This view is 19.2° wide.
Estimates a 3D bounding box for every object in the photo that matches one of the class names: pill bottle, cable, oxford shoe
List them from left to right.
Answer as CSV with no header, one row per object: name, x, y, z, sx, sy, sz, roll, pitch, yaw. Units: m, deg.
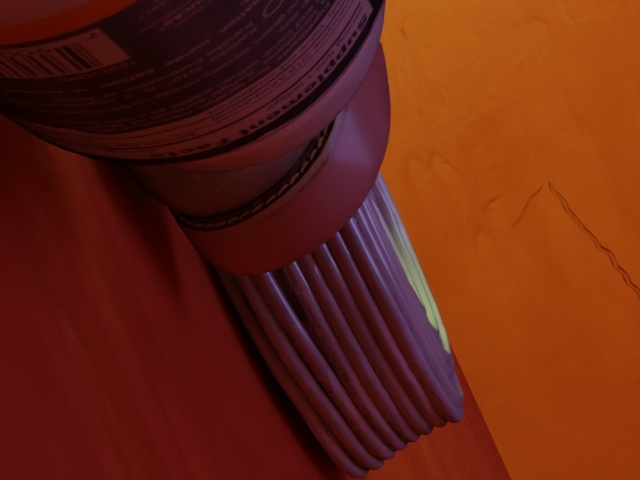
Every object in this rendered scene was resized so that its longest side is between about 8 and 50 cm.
pill bottle,-0.064,-0.111,0.586,0.278,0.162,0.162,39,27,-77
oxford shoe,-0.058,-0.170,0.920,0.146,0.140,0.397,43,23,-39
cable,0.000,0.000,1.058,0.257,0.089,0.257,-103,168,-62
